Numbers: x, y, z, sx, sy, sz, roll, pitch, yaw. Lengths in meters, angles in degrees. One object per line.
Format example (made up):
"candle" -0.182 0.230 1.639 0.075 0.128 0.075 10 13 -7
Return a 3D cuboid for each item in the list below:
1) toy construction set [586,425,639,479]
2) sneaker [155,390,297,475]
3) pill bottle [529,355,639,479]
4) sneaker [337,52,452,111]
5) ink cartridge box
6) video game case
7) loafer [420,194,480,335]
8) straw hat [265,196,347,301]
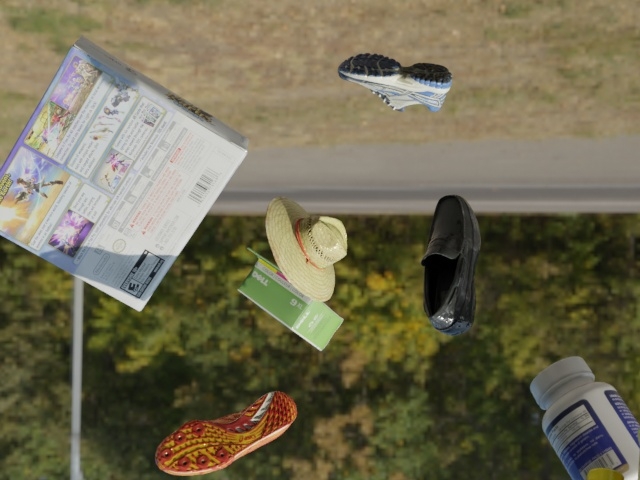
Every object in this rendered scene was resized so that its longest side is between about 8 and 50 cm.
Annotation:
"toy construction set" 0.278 0.250 0.779 0.215 0.151 0.328 1 -139 21
"sneaker" -0.105 0.226 1.242 0.175 0.064 0.067 -15 156 -30
"pill bottle" 0.355 0.249 1.440 0.112 0.187 0.112 -18 146 -13
"sneaker" 0.084 -0.179 1.300 0.135 0.058 0.052 13 -140 10
"ink cartridge box" -0.050 0.089 1.624 0.109 0.062 0.209 35 175 23
"video game case" -0.263 -0.079 1.391 0.244 0.270 0.061 31 -160 -15
"loafer" 0.185 0.027 1.604 0.076 0.223 0.078 -18 145 37
"straw hat" 0.000 0.000 1.357 0.061 0.145 0.144 -24 167 28
